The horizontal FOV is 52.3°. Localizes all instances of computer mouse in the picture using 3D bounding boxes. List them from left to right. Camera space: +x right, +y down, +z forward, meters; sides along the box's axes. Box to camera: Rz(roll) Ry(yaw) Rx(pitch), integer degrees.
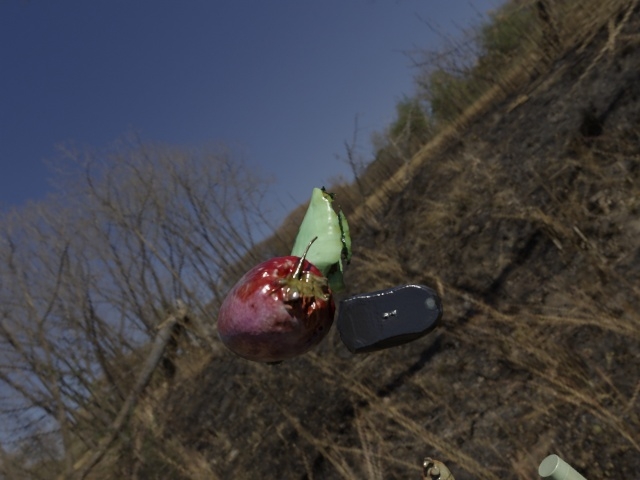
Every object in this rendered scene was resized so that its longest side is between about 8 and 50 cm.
[{"bbox_3d":[0.138,0.153,1.307,0.217,0.121,0.073,-14,-19,9],"label":"computer mouse"}]

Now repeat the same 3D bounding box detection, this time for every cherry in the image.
[{"bbox_3d":[-0.088,0.126,1.152,0.250,0.175,0.192,-27,34,30],"label":"cherry"}]

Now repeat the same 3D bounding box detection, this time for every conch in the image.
[{"bbox_3d":[0.012,0.006,1.438,0.143,0.137,0.250,12,-86,-82],"label":"conch"}]

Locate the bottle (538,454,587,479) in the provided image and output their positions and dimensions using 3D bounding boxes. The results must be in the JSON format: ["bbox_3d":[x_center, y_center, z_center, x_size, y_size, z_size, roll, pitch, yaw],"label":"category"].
[{"bbox_3d":[0.665,0.646,1.694,0.072,0.201,0.072,-50,4,5],"label":"bottle"}]

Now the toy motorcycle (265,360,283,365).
[{"bbox_3d":[-0.090,0.187,1.677,0.159,0.270,0.106,4,-23,-12],"label":"toy motorcycle"}]

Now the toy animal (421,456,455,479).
[{"bbox_3d":[0.375,0.710,1.759,0.097,0.312,0.157,-38,16,-14],"label":"toy animal"}]
